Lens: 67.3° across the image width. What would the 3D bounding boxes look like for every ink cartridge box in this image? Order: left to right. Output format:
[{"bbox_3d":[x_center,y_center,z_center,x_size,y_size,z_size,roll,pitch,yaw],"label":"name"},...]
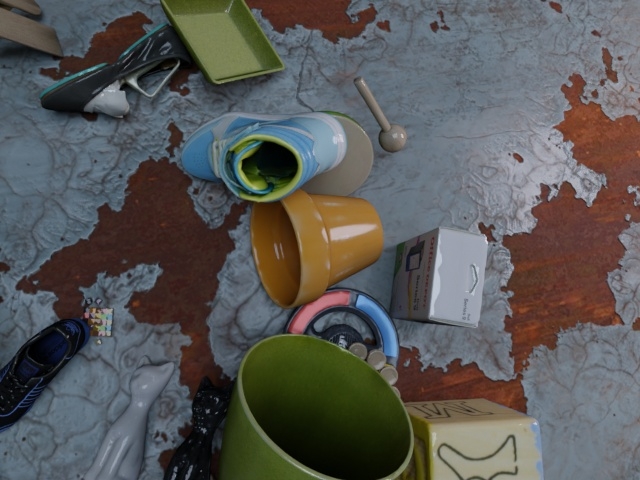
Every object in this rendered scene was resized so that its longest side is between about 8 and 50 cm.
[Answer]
[{"bbox_3d":[0.204,0.071,0.865,0.093,0.212,0.155,10,81,-10],"label":"ink cartridge box"}]

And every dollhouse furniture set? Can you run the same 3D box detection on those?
[{"bbox_3d":[-0.585,-0.378,0.862,0.151,0.123,0.144,-21,86,22],"label":"dollhouse furniture set"}]

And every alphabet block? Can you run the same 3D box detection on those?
[{"bbox_3d":[0.247,0.392,0.842,0.196,0.193,0.193,1,81,-11],"label":"alphabet block"}]

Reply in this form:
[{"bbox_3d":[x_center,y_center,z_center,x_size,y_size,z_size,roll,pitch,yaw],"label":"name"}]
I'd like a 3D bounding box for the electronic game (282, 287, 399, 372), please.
[{"bbox_3d":[0.039,0.203,0.899,0.229,0.048,0.230,1,83,-11],"label":"electronic game"}]

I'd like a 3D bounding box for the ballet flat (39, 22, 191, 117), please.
[{"bbox_3d":[-0.354,-0.288,0.866,0.280,0.095,0.096,-38,103,-13],"label":"ballet flat"}]

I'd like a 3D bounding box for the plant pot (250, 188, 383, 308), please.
[{"bbox_3d":[0.000,0.000,0.855,0.187,0.205,0.205,-12,85,-29],"label":"plant pot"}]

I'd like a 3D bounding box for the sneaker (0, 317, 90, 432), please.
[{"bbox_3d":[-0.477,0.218,0.769,0.081,0.090,0.232,40,80,-3],"label":"sneaker"}]

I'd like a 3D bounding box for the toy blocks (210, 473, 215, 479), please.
[{"bbox_3d":[-0.236,0.478,0.805,0.148,0.054,0.123,-17,87,-13],"label":"toy blocks"}]

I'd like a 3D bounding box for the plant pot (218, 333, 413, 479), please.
[{"bbox_3d":[-0.047,0.348,0.745,0.274,0.275,0.294,23,112,-8],"label":"plant pot"}]

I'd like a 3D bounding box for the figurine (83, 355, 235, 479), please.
[{"bbox_3d":[-0.254,0.307,0.782,0.214,0.092,0.210,12,72,21],"label":"figurine"}]

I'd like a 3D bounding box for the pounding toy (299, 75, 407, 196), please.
[{"bbox_3d":[0.024,-0.193,0.911,0.236,0.110,0.183,-33,125,20],"label":"pounding toy"}]

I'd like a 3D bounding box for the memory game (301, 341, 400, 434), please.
[{"bbox_3d":[0.056,0.275,0.870,0.186,0.012,0.186,0,91,-8],"label":"memory game"}]

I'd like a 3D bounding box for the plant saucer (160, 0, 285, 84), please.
[{"bbox_3d":[-0.186,-0.375,0.902,0.188,0.045,0.189,-32,90,-43],"label":"plant saucer"}]

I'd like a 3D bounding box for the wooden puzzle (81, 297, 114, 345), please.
[{"bbox_3d":[-0.391,0.142,0.842,0.049,0.006,0.084,5,82,-10],"label":"wooden puzzle"}]

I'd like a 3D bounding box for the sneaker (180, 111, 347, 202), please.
[{"bbox_3d":[-0.136,-0.135,0.772,0.318,0.208,0.127,-3,112,25],"label":"sneaker"}]
